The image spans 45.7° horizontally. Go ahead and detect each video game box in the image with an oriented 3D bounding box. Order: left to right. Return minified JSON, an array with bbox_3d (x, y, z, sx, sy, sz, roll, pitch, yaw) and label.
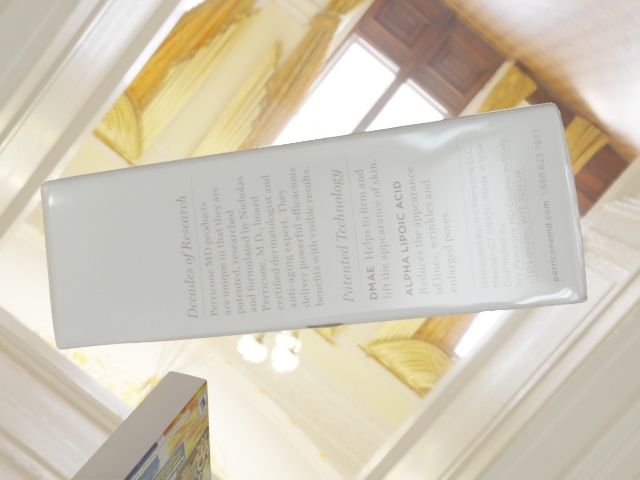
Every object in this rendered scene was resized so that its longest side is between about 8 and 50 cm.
[{"bbox_3d":[-0.157,0.247,0.654,0.048,0.187,0.205,12,-153,15],"label":"video game box"}]

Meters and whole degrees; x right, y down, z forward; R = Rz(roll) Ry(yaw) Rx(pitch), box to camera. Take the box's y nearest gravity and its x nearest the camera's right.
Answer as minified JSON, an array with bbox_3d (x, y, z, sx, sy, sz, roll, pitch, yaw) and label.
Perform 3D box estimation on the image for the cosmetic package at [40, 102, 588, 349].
[{"bbox_3d":[0.000,0.000,0.366,0.117,0.231,0.086,7,-105,-75],"label":"cosmetic package"}]
